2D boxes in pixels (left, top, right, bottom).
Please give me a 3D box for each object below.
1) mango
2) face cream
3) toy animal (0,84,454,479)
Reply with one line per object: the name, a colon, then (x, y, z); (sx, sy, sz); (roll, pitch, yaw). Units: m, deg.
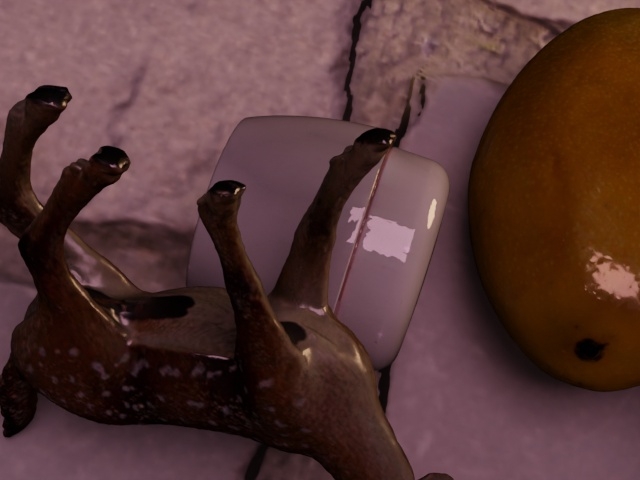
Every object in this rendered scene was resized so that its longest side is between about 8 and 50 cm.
mango: (0.145, -0.029, 0.605); (0.136, 0.099, 0.227); (16, 60, -1)
face cream: (0.000, 0.000, 0.552); (0.104, 0.117, 0.117); (17, 68, 4)
toy animal: (-0.026, 0.067, 0.498); (0.243, 0.260, 0.087); (17, 40, 22)
